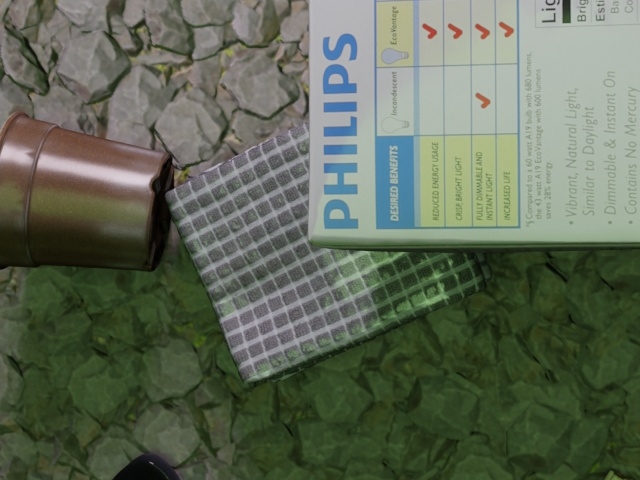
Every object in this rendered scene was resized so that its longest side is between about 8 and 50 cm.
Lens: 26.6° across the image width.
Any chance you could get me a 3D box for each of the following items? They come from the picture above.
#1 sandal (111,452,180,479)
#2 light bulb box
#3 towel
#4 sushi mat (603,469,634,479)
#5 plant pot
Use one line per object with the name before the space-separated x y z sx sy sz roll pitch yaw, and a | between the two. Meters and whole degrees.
sandal | -0.227 0.354 1.503 0.097 0.054 0.254 31 104 6
light bulb box | 0.184 -0.168 1.149 0.361 0.225 0.358 0 89 12
towel | 0.000 0.000 1.365 0.284 0.121 0.235 -26 92 15
sushi mat | 0.286 0.406 1.389 0.151 0.019 0.316 30 93 7
plant pot | -0.243 -0.040 1.400 0.165 0.167 0.167 8 100 2
